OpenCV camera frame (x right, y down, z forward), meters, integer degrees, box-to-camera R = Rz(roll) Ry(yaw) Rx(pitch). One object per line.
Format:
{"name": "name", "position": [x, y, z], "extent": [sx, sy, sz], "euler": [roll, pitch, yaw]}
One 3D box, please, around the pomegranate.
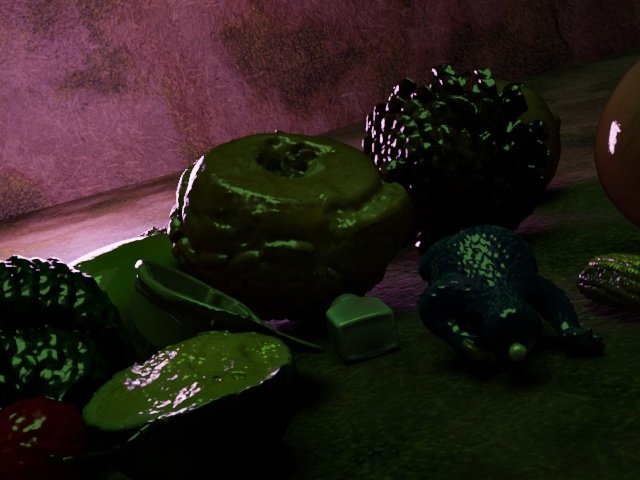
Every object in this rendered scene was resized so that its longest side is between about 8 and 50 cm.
{"name": "pomegranate", "position": [0.322, -0.182, 1.836], "extent": [0.270, 0.229, 0.252], "euler": [-11, 12, -15]}

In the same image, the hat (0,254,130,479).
{"name": "hat", "position": [-0.328, 0.161, 1.057], "extent": [0.274, 0.242, 0.332], "euler": [-29, 28, -8]}

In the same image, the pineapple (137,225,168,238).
{"name": "pineapple", "position": [-0.225, 0.043, 1.714], "extent": [0.125, 0.125, 0.251], "euler": [-22, 21, -32]}

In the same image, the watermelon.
{"name": "watermelon", "position": [-0.117, 0.173, 0.965], "extent": [0.204, 0.127, 0.232], "euler": [-12, 15, 10]}

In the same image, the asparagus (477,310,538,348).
{"name": "asparagus", "position": [0.221, 0.102, 1.176], "extent": [0.114, 0.015, 0.014], "euler": [-21, -20, -38]}

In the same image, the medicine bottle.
{"name": "medicine bottle", "position": [0.047, 0.104, 1.261], "extent": [0.074, 0.055, 0.118], "euler": [-17, 14, -9]}

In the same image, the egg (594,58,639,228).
{"name": "egg", "position": [0.515, -0.129, 1.218], "extent": [0.374, 0.301, 0.301], "euler": [-4, 16, 45]}

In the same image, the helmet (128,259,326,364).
{"name": "helmet", "position": [-0.134, 0.130, 1.167], "extent": [0.257, 0.137, 0.204], "euler": [24, -2, 46]}

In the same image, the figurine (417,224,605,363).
{"name": "figurine", "position": [0.190, 0.052, 1.123], "extent": [0.164, 0.121, 0.262], "euler": [-9, 20, -14]}

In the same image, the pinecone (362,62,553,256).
{"name": "pinecone", "position": [0.216, -0.130, 1.595], "extent": [0.295, 0.298, 0.242], "euler": [-1, 15, -10]}

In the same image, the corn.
{"name": "corn", "position": [0.364, 0.051, 1.131], "extent": [0.072, 0.072, 0.203], "euler": [-19, 12, -21]}

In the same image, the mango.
{"name": "mango", "position": [-0.286, 0.080, 1.481], "extent": [0.192, 0.156, 0.343], "euler": [-8, 15, 32]}

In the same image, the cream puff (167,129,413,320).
{"name": "cream puff", "position": [-0.046, -0.010, 1.446], "extent": [0.342, 0.231, 0.327], "euler": [9, 25, 5]}
